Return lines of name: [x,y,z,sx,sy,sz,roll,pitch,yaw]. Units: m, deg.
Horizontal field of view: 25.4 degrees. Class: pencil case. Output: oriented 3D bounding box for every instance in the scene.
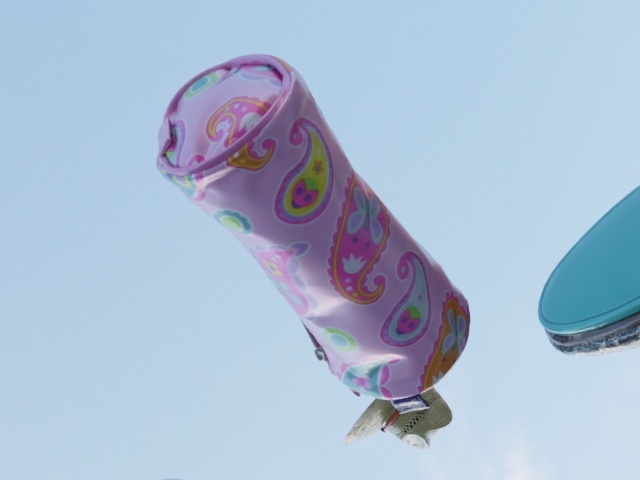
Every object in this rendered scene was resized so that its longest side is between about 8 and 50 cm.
pencil case: [0.000,0.000,1.011,0.284,0.124,0.124,52,-123,-36]

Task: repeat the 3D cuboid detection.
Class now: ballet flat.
ballet flat: [0.383,-0.045,1.157,0.182,0.482,0.164,25,-146,-18]

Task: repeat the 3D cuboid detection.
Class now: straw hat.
straw hat: [0.089,0.161,1.327,0.061,0.144,0.144,43,-127,12]

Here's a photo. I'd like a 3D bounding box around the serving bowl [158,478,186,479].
serving bowl: [-0.117,0.224,1.091,0.027,0.083,0.083,58,-139,-77]
